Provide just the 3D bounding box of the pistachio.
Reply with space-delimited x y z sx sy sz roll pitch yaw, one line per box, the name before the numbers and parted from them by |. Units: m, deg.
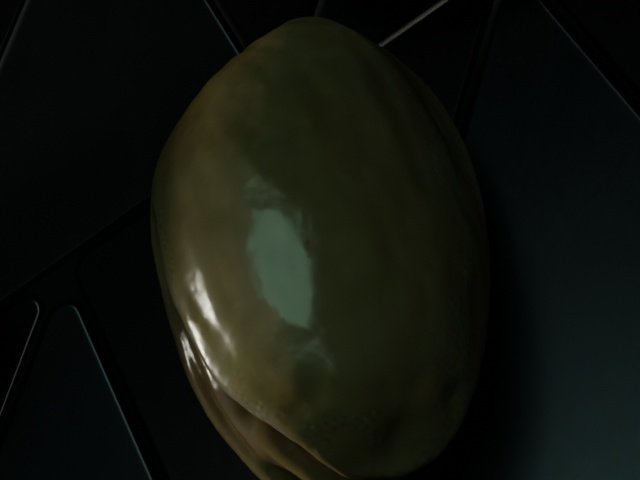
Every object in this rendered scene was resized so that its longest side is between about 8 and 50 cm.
pistachio | 0.000 0.000 0.731 0.181 0.162 0.293 2 55 -14
